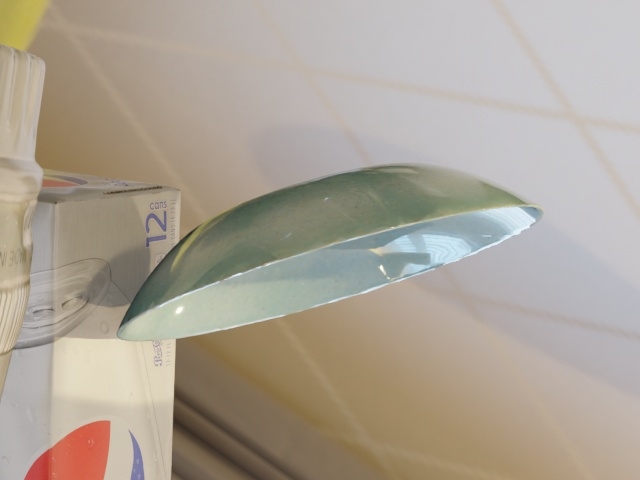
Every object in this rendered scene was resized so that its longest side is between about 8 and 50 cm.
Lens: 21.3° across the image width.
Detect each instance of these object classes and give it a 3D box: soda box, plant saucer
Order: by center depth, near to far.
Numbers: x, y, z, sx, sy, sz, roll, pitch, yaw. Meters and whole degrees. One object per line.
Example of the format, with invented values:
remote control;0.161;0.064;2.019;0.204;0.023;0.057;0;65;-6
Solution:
plant saucer;0.000;0.000;0.746;0.195;0.037;0.195;-17;172;-2
soda box;-0.135;0.112;0.823;0.091;0.098;0.286;-9;106;-55

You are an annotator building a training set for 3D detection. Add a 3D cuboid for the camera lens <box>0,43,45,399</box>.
camera lens;-0.207;0.056;0.491;0.219;0.219;0.274;2;103;-81
